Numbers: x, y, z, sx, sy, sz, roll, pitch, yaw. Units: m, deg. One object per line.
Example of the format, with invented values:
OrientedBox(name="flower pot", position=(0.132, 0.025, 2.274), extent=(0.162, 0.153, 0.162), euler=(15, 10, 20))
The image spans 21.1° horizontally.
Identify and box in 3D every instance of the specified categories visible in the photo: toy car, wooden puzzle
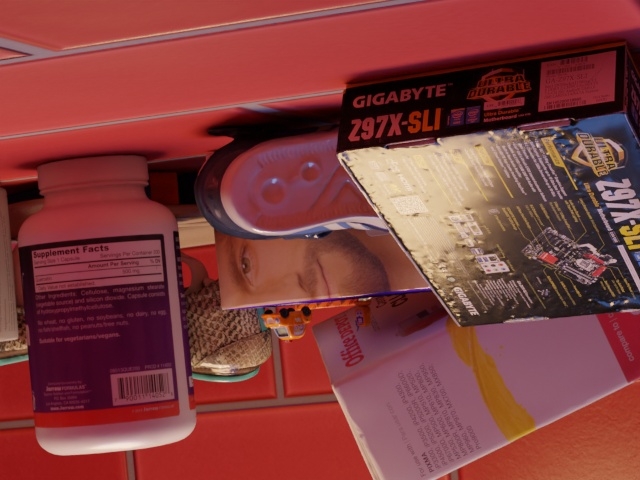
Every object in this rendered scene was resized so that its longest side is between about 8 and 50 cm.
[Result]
OrientedBox(name="toy car", position=(-0.005, 0.092, 1.922), extent=(0.122, 0.041, 0.060), euler=(-6, 177, 34))
OrientedBox(name="wooden puzzle", position=(-0.248, -0.043, 2.244), extent=(0.322, 0.081, 0.348), euler=(-8, 172, 43))

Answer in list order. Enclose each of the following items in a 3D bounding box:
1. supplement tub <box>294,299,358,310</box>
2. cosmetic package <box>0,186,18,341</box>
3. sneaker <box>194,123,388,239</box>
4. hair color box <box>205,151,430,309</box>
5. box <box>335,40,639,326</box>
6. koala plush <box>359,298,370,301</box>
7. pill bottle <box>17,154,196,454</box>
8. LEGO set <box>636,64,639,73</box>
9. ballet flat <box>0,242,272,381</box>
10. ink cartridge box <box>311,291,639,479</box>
OrientedBox(name="supplement tub", position=(0.000, 0.000, 2.399), extent=(0.117, 0.190, 0.117), euler=(-6, 178, 0))
OrientedBox(name="cosmetic package", position=(-0.480, 0.030, 1.924), extent=(0.155, 0.197, 0.365), euler=(-5, 176, 14))
OrientedBox(name="sneaker", position=(0.031, -0.068, 1.768), extent=(0.322, 0.130, 0.236), euler=(-8, -175, -13))
OrientedBox(name="hair color box", position=(0.043, -0.028, 1.896), extent=(0.338, 0.185, 0.110), euler=(-8, 177, 35))
OrientedBox(name="box", position=(0.192, -0.037, 1.536), extent=(0.257, 0.079, 0.322), euler=(-9, 146, 24))
OrientedBox(name="koala plush", position=(0.064, -0.012, 2.559), extent=(0.203, 0.196, 0.221), euler=(7, -175, 33))
OrientedBox(name="pill bottle", position=(-0.242, 0.072, 1.927), extent=(0.181, 0.323, 0.181), euler=(-6, 177, 0))
OrientedBox(name="LEGO set", position=(0.266, -0.120, 1.585), extent=(0.227, 0.093, 0.087), euler=(-11, -152, 7))
OrientedBox(name="ballet flat", position=(-0.281, 0.073, 2.121), extent=(0.482, 0.182, 0.164), euler=(0, -168, 25))
OrientedBox(name="ink cartridge box", position=(0.198, 0.112, 1.965), extent=(0.384, 0.160, 0.279), euler=(-27, -168, 0))
